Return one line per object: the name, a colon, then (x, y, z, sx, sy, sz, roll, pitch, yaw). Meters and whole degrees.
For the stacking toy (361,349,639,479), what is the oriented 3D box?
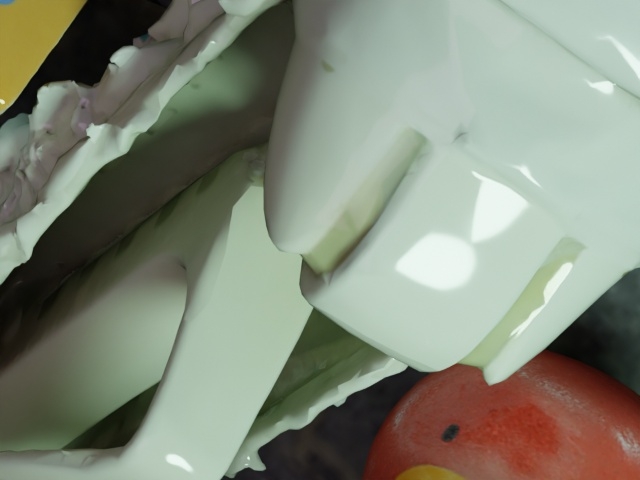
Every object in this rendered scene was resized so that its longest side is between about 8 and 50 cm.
stacking toy: (0.107, 0.142, 0.396, 0.309, 0.279, 0.130, 31, 99, 13)

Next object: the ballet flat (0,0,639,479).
ballet flat: (0.000, 0.000, 0.430, 0.409, 0.147, 0.147, -36, 88, 38)

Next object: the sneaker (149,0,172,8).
sneaker: (-0.086, -0.137, 0.513, 0.221, 0.083, 0.087, 25, 100, 5)

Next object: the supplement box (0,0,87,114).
supplement box: (-0.158, -0.051, 0.500, 0.233, 0.080, 0.078, -23, 120, 43)
